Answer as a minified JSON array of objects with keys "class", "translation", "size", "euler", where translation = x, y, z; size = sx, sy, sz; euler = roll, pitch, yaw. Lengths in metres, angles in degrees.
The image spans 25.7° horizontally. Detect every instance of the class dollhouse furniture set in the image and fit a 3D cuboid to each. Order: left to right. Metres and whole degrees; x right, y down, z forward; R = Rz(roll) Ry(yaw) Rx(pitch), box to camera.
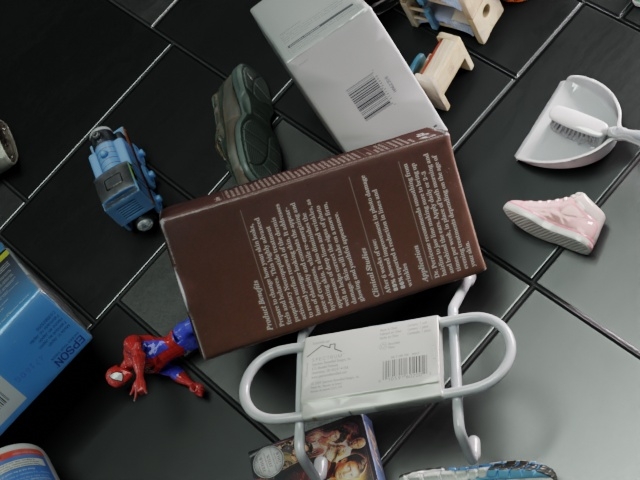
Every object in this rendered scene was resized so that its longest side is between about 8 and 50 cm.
[{"class":"dollhouse furniture set","translation":[0.153,-0.310,2.021],"size":[0.129,0.129,0.183],"euler":[20,72,32]}]

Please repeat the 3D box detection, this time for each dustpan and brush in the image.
[{"class":"dustpan and brush","translation":[0.372,-0.146,1.872],"size":[0.211,0.060,0.147],"euler":[24,74,33]}]

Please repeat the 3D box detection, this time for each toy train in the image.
[{"class":"toy train","translation":[-0.299,-0.097,2.118],"size":[0.080,0.105,0.184],"euler":[-29,55,6]}]

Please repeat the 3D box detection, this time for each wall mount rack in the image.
[{"class":"wall mount rack","translation":[0.082,0.147,1.766],"size":[0.350,0.130,0.304],"euler":[-10,50,15]}]

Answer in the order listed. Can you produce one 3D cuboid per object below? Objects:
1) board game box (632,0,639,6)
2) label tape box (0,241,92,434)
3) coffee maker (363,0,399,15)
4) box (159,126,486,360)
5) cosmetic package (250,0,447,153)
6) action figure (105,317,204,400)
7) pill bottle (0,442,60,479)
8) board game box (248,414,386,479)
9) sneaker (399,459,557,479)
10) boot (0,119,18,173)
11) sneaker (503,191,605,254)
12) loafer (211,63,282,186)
[{"class":"board game box","translation":[0.675,-0.447,1.914],"size":[0.390,0.050,0.390],"euler":[22,73,32]},{"class":"label tape box","translation":[-0.485,0.154,2.034],"size":[0.249,0.115,0.348],"euler":[-48,22,-6]},{"class":"coffee maker","translation":[0.033,-0.389,2.095],"size":[0.178,0.171,0.120],"euler":[-43,69,-2]},{"class":"box","translation":[0.000,0.000,1.809],"size":[0.381,0.143,0.191],"euler":[-17,99,-5]},{"class":"cosmetic package","translation":[0.035,-0.235,1.934],"size":[0.138,0.224,0.224],"euler":[-34,31,4]},{"class":"action figure","translation":[-0.168,0.152,1.924],"size":[0.280,0.091,0.139],"euler":[-27,45,8]},{"class":"pill bottle","translation":[-0.381,0.389,1.867],"size":[0.124,0.124,0.221],"euler":[-38,53,0]},{"class":"board game box","translation":[0.010,0.354,1.763],"size":[0.165,0.042,0.243],"euler":[-22,56,11]},{"class":"sneaker","translation":[0.194,0.312,1.701],"size":[0.191,0.071,0.082],"euler":[-9,85,16]},{"class":"boot","translation":[-0.586,-0.085,2.269],"size":[0.209,0.076,0.189],"euler":[-20,58,5]},{"class":"sneaker","translation":[0.312,-0.036,1.845],"size":[0.134,0.051,0.070],"euler":[25,73,29]},{"class":"loafer","translation":[-0.117,-0.151,2.075],"size":[0.084,0.096,0.267],"euler":[-34,37,24]}]
